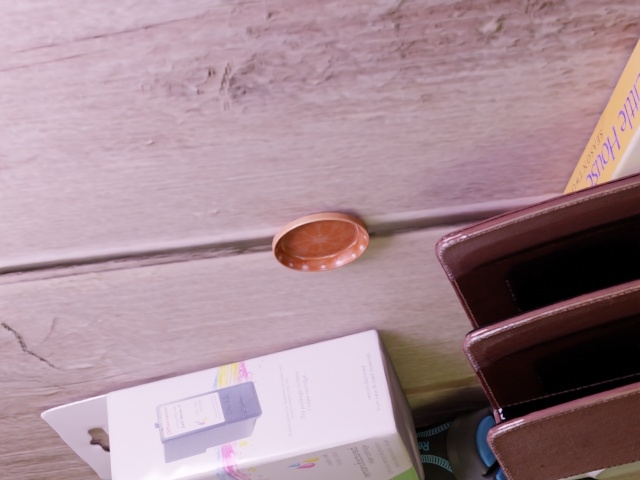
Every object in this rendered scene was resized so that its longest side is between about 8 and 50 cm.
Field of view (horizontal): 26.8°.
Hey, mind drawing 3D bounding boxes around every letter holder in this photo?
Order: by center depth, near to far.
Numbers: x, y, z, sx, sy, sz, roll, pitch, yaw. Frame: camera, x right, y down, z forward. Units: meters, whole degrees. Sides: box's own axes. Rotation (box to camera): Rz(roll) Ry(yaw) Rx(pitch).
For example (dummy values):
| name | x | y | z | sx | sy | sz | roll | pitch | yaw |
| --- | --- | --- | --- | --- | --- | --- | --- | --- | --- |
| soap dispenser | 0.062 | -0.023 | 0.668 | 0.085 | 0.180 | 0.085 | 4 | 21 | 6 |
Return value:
| name | x | y | z | sx | sy | sz | roll | pitch | yaw |
| --- | --- | --- | --- | --- | --- | --- | --- | --- | --- |
| letter holder | 0.265 | 0.062 | 1.076 | 0.302 | 0.152 | 0.214 | -16 | 145 | 12 |

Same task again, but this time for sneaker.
| name | x | y | z | sx | sy | sz | roll | pitch | yaw |
| --- | --- | --- | --- | --- | --- | --- | --- | --- | --- |
| sneaker | 0.216 | 0.276 | 1.561 | 0.140 | 0.125 | 0.341 | -11 | 146 | 35 |

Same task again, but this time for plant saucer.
| name | x | y | z | sx | sy | sz | roll | pitch | yaw |
| --- | --- | --- | --- | --- | --- | --- | --- | --- | --- |
| plant saucer | 0.000 | 0.000 | 1.146 | 0.084 | 0.013 | 0.083 | -6 | 147 | -4 |

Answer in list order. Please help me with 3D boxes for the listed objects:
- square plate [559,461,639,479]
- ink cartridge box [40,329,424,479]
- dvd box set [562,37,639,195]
| name | x | y | z | sx | sy | sz | roll | pitch | yaw |
| --- | --- | --- | --- | --- | --- | --- | --- | --- | --- |
| square plate | 0.432 | 0.164 | 1.399 | 0.344 | 0.049 | 0.347 | -4 | 153 | -34 |
| ink cartridge box | -0.085 | 0.221 | 1.368 | 0.354 | 0.119 | 0.207 | -14 | 148 | 7 |
| dvd box set | 0.367 | -0.069 | 1.091 | 0.308 | 0.062 | 0.420 | -3 | 147 | -10 |
